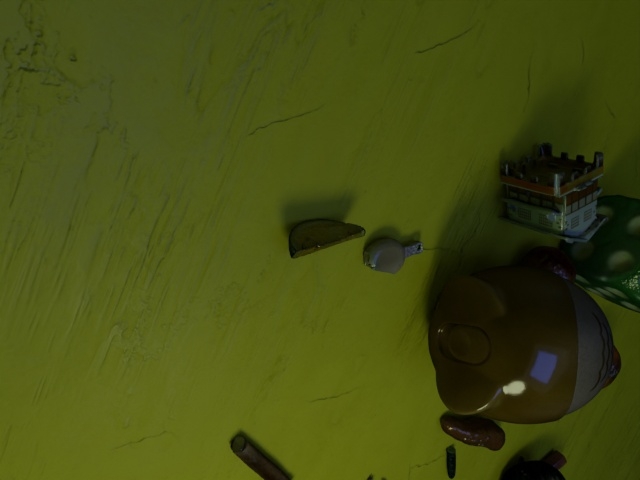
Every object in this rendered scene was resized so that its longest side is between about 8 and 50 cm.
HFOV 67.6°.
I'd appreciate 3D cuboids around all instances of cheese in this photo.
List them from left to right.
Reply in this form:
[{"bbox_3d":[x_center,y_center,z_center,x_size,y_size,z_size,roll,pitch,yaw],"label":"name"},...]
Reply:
[{"bbox_3d":[0.182,0.041,1.184,0.171,0.048,0.092,5,106,-32],"label":"cheese"}]

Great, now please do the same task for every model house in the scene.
[{"bbox_3d":[0.614,-0.122,1.271,0.199,0.224,0.215,-26,118,-21],"label":"model house"}]

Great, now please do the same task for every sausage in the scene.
[{"bbox_3d":[0.922,0.930,1.947,0.170,0.065,0.065,-27,120,-19],"label":"sausage"}]

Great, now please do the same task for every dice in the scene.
[{"bbox_3d":[0.970,0.041,1.499,0.287,0.300,0.297,28,93,-33],"label":"dice"}]

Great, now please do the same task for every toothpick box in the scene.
[{"bbox_3d":[0.493,0.264,1.246,0.426,0.409,0.408,7,104,-34],"label":"toothpick box"}]

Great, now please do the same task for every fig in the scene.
[{"bbox_3d":[0.672,0.135,1.472,0.159,0.159,0.257,-13,134,-26],"label":"fig"}]

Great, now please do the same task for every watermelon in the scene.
[{"bbox_3d":[-0.003,0.007,1.039,0.182,0.092,0.075,-18,130,-33],"label":"watermelon"}]

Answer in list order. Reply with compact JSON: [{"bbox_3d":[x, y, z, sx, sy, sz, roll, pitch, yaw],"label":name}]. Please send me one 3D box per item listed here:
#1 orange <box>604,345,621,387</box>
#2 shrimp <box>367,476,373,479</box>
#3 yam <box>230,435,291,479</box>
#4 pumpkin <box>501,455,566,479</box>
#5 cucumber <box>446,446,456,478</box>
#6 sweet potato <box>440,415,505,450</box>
[{"bbox_3d":[0.973,0.441,1.729,0.224,0.170,0.223,-10,111,-28],"label":"orange"},{"bbox_3d":[0.163,0.799,1.466,0.132,0.052,0.187,-27,127,-41],"label":"shrimp"},{"bbox_3d":[-0.136,0.572,1.196,0.046,0.046,0.264,-40,122,-12],"label":"yam"},{"bbox_3d":[0.798,0.926,1.798,0.250,0.216,0.249,-5,135,-5],"label":"pumpkin"},{"bbox_3d":[0.443,0.757,1.618,0.032,0.032,0.133,-19,116,-24],"label":"cucumber"},{"bbox_3d":[0.533,0.637,1.586,0.355,0.106,0.095,28,59,-36],"label":"sweet potato"}]
